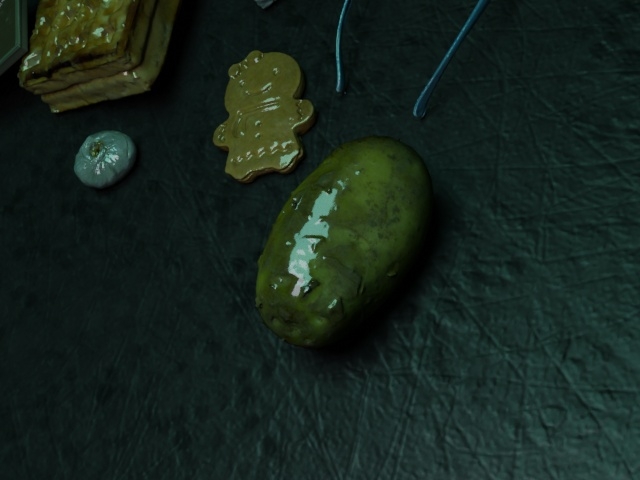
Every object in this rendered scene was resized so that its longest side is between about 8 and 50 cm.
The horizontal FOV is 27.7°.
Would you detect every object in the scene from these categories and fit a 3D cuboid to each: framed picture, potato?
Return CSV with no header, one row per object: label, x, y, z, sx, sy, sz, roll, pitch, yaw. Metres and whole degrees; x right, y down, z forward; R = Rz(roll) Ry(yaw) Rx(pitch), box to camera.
framed picture,-0.490,-0.252,1.781,0.260,0.023,0.189,-36,44,25
potato,0.027,-0.001,1.347,0.149,0.113,0.251,31,76,-8

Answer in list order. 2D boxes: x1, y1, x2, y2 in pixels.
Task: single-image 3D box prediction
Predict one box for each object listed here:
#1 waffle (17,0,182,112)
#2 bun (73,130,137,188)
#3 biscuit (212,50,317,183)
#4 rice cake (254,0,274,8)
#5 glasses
waffle,-0.271,-0.326,1.698,0.212,0.091,0.308,-8,59,39
bun,-0.270,-0.104,1.619,0.083,0.045,0.083,-10,63,20
biscuit,-0.065,-0.152,1.550,0.133,0.027,0.184,-3,62,28
rice cake,-0.085,-0.392,1.688,0.124,0.038,0.211,-36,52,5
glasses,0.112,-0.256,1.509,0.189,0.088,0.221,20,94,34
